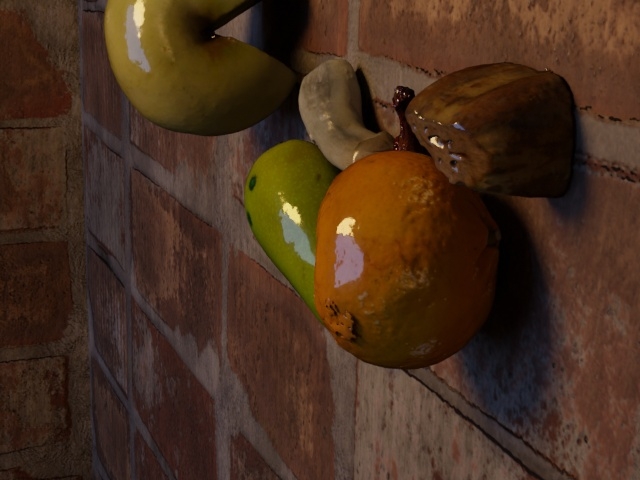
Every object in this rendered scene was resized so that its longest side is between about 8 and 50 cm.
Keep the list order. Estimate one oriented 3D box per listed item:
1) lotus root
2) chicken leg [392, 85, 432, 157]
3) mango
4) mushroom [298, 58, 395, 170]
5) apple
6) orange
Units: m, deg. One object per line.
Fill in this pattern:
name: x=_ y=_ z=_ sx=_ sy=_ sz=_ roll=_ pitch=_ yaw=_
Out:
lotus root: x=0.165 y=-0.108 z=1.061 sx=0.159 sy=0.135 sz=0.095 roll=61 pitch=149 yaw=21
chicken leg: x=0.096 y=-0.081 z=1.283 sx=0.053 sy=0.093 sz=0.205 roll=13 pitch=117 yaw=28
mango: x=0.000 y=0.000 z=1.451 sx=0.293 sy=0.143 sz=0.175 roll=62 pitch=173 yaw=26
mushroom: x=0.034 y=-0.134 z=1.415 sx=0.081 sy=0.092 sz=0.223 roll=45 pitch=-166 yaw=-41
apple: x=-0.165 y=-0.292 z=1.658 sx=0.254 sy=0.292 sz=0.291 roll=-163 pitch=70 yaw=-74
orange: x=0.084 y=0.020 z=1.164 sx=0.219 sy=0.193 sz=0.219 roll=11 pitch=-90 yaw=-70
